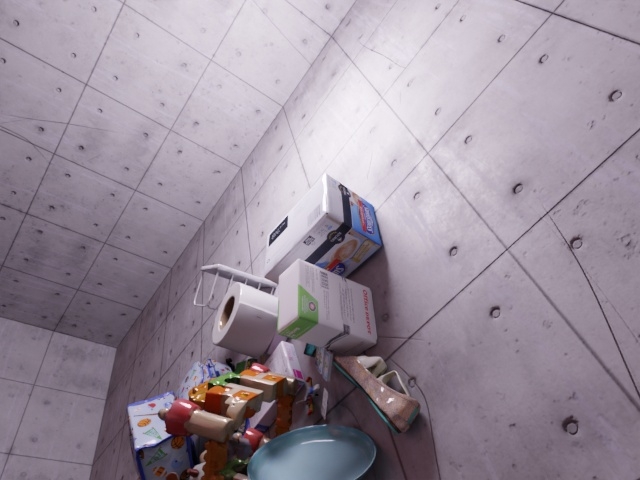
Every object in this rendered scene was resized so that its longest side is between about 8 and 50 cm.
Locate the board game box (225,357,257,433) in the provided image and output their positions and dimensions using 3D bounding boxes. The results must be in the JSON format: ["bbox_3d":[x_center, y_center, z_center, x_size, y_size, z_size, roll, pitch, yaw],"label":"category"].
[{"bbox_3d":[-0.295,0.570,1.643,0.136,0.030,0.260,-34,40,50],"label":"board game box"}]

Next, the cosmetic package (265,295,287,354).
[{"bbox_3d":[-0.152,0.312,1.701,0.099,0.060,0.239,0,67,63],"label":"cosmetic package"}]

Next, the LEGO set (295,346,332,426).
[{"bbox_3d":[-0.020,0.435,1.331,0.182,0.060,0.244,-177,93,-77],"label":"LEGO set"}]

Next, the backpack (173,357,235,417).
[{"bbox_3d":[-0.445,0.621,1.787,0.263,0.213,0.276,22,85,55],"label":"backpack"}]

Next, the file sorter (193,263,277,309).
[{"bbox_3d":[-0.364,0.226,1.898,0.193,0.277,0.173,-9,64,55],"label":"file sorter"}]

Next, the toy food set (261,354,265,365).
[{"bbox_3d":[-0.277,0.541,1.741,0.192,0.038,0.132,-52,32,20],"label":"toy food set"}]

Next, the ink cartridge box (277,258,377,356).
[{"bbox_3d":[0.019,0.200,1.304,0.115,0.273,0.198,-42,35,37],"label":"ink cartridge box"}]

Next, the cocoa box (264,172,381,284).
[{"bbox_3d":[0.000,0.000,1.525,0.347,0.228,0.231,-44,29,30],"label":"cocoa box"}]

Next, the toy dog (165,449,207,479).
[{"bbox_3d":[-0.472,0.897,1.597,0.220,0.161,0.334,23,83,48],"label":"toy dog"}]

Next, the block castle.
[{"bbox_3d":[-0.250,0.533,1.242,0.212,0.453,0.303,6,91,22],"label":"block castle"}]

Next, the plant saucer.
[{"bbox_3d":[-0.019,0.548,1.104,0.317,0.317,0.044,-5,94,57],"label":"plant saucer"}]

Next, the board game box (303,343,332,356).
[{"bbox_3d":[0.011,0.295,1.490,0.126,0.026,0.186,-11,58,55],"label":"board game box"}]

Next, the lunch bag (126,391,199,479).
[{"bbox_3d":[-0.625,0.875,1.817,0.328,0.239,0.385,24,121,62],"label":"lunch bag"}]

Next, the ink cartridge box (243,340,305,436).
[{"bbox_3d":[-0.179,0.528,1.573,0.311,0.065,0.186,-52,31,16],"label":"ink cartridge box"}]

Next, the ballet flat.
[{"bbox_3d":[0.148,0.368,1.164,0.106,0.107,0.316,-45,34,-7],"label":"ballet flat"}]

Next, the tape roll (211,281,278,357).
[{"bbox_3d":[-0.280,0.299,1.688,0.246,0.169,0.246,-46,29,36],"label":"tape roll"}]
